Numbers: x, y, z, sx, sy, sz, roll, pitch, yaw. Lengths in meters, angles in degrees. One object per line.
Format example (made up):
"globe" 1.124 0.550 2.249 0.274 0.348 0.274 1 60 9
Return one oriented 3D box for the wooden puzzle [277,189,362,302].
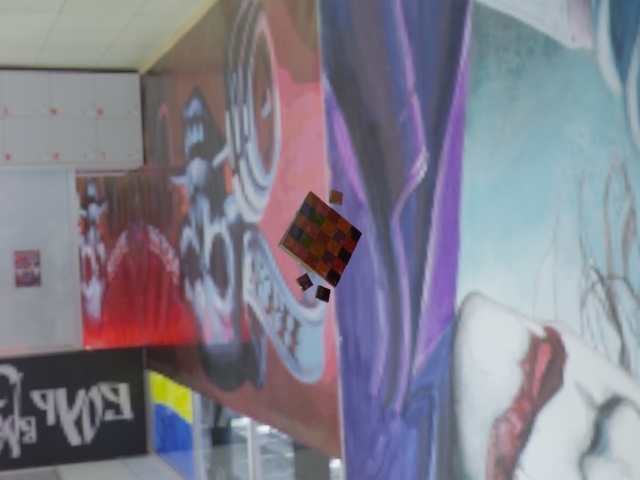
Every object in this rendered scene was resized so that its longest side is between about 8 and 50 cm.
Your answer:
"wooden puzzle" 0.000 0.000 0.663 0.049 0.083 0.006 39 146 -17
